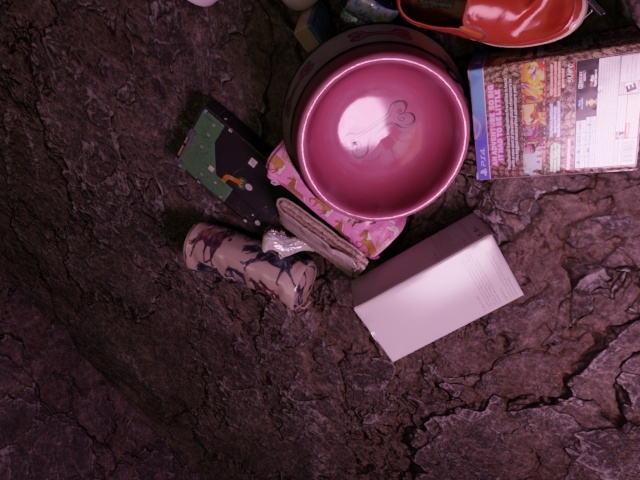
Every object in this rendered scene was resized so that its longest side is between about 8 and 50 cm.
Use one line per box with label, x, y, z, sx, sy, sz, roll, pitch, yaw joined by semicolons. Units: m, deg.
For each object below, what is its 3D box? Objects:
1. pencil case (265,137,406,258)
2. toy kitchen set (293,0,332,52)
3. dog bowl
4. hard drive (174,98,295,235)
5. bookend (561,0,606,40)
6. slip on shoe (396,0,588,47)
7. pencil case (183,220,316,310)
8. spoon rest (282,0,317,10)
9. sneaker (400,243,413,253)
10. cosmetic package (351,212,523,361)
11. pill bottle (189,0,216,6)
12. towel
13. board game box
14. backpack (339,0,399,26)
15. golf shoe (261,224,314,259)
pencil case;0.044;-0.121;1.203;0.386;0.160;0.167;39;135;-7
toy kitchen set;0.077;-0.432;1.018;0.166;0.122;0.207;-17;135;32
dog bowl;0.119;-0.219;0.972;0.407;0.150;0.409;-1;120;-1
hard drive;-0.229;-0.198;1.334;0.338;0.064;0.237;39;130;-6
bookend;0.405;-0.422;0.880;0.156;0.072;0.157;41;130;-8
slip on shoe;0.285;-0.410;0.831;0.331;0.101;0.123;18;122;20
pencil case;-0.214;0.080;1.463;0.409;0.160;0.184;20;139;11
spoon rest;0.007;-0.558;0.941;0.276;0.084;0.138;-1;101;46
sneaker;0.278;0.135;1.329;0.144;0.090;0.270;12;124;5
cosmetic package;0.280;0.119;1.184;0.365;0.155;0.197;-29;111;13
pill bottle;-0.148;-0.628;0.899;0.360;0.204;0.204;-20;113;34
towel;0.000;0.000;1.258;0.282;0.049;0.187;36;169;7
board game box;0.453;-0.261;0.927;0.290;0.141;0.232;0;123;25
backpack;0.102;-0.477;0.960;0.114;0.105;0.084;27;138;-5
golf shoe;-0.091;0.017;1.382;0.176;0.069;0.086;16;100;-19
